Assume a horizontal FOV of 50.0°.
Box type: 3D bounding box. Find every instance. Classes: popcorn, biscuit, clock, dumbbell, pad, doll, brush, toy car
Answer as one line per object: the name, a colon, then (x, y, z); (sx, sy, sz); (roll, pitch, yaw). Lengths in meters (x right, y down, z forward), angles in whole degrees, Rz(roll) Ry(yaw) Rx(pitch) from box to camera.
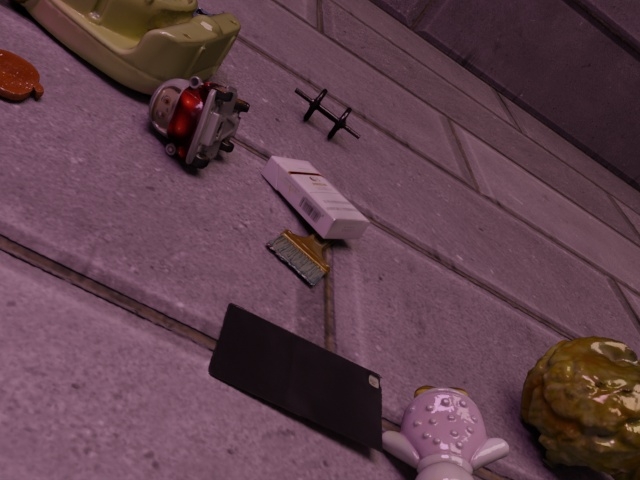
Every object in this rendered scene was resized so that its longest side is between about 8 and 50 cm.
popcorn: (0.366, 0.231, 0.886); (0.212, 0.198, 0.198); (56, 20, -21)
biscuit: (-0.357, -0.188, 0.790); (0.078, 0.015, 0.091); (31, 28, -18)
clock: (-0.307, -0.367, 1.020); (0.348, 0.117, 0.286); (37, 26, -4)
dumbbell: (0.013, -0.233, 1.265); (0.147, 0.069, 0.069); (36, 27, -5)
pad: (-0.018, 0.137, 0.703); (0.193, 0.004, 0.116); (28, 28, -12)
doll: (0.122, 0.217, 0.678); (0.129, 0.081, 0.207); (3, 30, 8)
brush: (0.000, 0.000, 0.947); (0.082, 0.010, 0.218); (41, 27, 6)
toy car: (-0.170, -0.167, 0.911); (0.112, 0.112, 0.139); (25, 15, 8)

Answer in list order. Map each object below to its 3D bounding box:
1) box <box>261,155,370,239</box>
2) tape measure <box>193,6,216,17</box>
box: (-0.008, -0.063, 0.989); (0.084, 0.040, 0.154); (-2, 40, -49)
tape measure: (-0.208, -0.384, 1.243); (0.091, 0.054, 0.094); (17, 31, -25)
